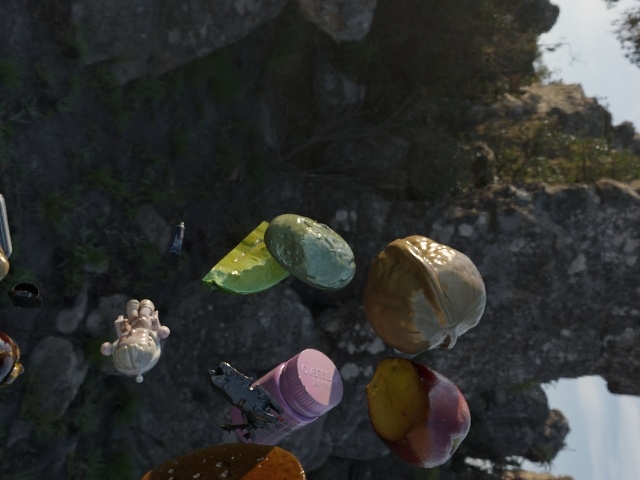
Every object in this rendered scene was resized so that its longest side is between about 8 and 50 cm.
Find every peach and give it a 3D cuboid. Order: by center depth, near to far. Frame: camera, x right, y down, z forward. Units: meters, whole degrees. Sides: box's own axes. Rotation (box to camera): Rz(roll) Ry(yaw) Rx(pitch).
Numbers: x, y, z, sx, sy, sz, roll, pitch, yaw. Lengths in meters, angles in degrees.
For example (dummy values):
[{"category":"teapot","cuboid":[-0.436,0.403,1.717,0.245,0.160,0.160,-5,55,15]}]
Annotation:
[{"category":"peach","cuboid":[0.263,0.476,1.571,0.281,0.338,0.281,-32,144,-28]}]

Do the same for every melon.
[{"category":"melon","cuboid":[-0.207,0.069,1.495,0.323,0.196,0.124,-38,142,-44]}]

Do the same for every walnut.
[{"category":"walnut","cuboid":[0.300,0.163,1.625,0.381,0.381,0.381,2,90,-76]}]

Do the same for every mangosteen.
[{"category":"mangosteen","cuboid":[-0.954,0.359,1.565,0.217,0.192,0.192,51,42,-49]}]

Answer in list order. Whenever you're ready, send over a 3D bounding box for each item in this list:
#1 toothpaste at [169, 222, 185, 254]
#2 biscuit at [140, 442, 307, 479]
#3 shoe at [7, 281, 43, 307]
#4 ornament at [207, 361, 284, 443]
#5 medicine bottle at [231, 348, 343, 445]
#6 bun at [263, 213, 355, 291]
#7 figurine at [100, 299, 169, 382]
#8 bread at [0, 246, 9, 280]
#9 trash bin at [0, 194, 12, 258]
[{"category":"toothpaste","cuboid":[-0.335,-0.005,1.282,0.019,0.027,0.083,-42,-145,55]},{"category":"biscuit","cuboid":[-0.152,0.412,0.825,0.257,0.273,0.049,-105,-169,-67]},{"category":"shoe","cuboid":[-0.654,0.115,1.204,0.159,0.062,0.053,142,-54,-66]},{"category":"ornament","cuboid":[-0.204,0.406,1.324,0.080,0.202,0.236,-53,175,-35]},{"category":"medicine bottle","cuboid":[-0.094,0.440,1.498,0.178,0.291,0.178,36,31,-26]},{"category":"bun","cuboid":[-0.015,0.017,1.164,0.108,0.221,0.221,-51,172,14]},{"category":"figurine","cuboid":[-0.548,0.304,1.601,0.256,0.182,0.144,-108,-148,-58]},{"category":"bread","cuboid":[-0.623,0.009,0.919,0.134,0.225,0.081,0,123,-42]},{"category":"trash bin","cuboid":[-0.960,0.045,1.338,0.367,0.296,0.255,-109,-151,-45]}]
